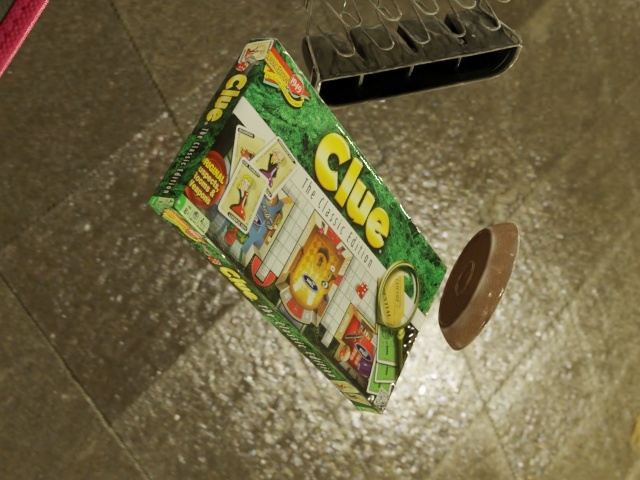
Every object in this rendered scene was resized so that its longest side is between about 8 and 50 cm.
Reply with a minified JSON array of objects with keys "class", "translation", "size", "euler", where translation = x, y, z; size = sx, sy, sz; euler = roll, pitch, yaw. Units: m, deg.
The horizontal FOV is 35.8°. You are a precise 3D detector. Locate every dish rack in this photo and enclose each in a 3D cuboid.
[{"class":"dish rack","translation":[0.091,-0.242,0.820],"size":[0.208,0.074,0.271],"euler":[-15,145,-21]}]

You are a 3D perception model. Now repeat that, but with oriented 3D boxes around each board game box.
[{"class":"board game box","translation":[0.000,0.000,0.683],"size":[0.259,0.030,0.136],"euler":[48,56,-40]}]

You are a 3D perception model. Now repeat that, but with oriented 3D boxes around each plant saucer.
[{"class":"plant saucer","translation":[0.183,0.050,1.186],"size":[0.029,0.168,0.168],"euler":[25,82,-9]}]

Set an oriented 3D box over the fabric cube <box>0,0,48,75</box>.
[{"class":"fabric cube","translation":[-0.148,-0.202,0.186],"size":[0.258,0.259,0.254],"euler":[33,91,-4]}]
